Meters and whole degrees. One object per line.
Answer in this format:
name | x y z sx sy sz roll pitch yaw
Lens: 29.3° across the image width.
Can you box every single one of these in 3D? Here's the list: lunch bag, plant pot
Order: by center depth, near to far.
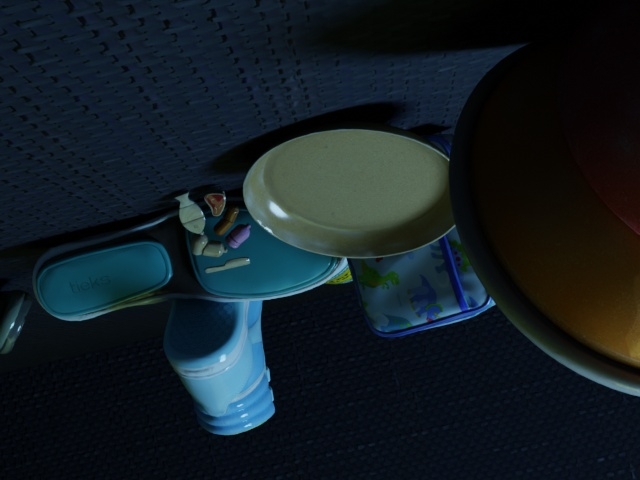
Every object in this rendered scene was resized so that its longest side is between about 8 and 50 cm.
plant pot | 0.037 -0.056 1.291 0.236 0.032 0.236 2 147 1
lunch bag | 0.113 -0.009 1.410 0.176 0.219 0.090 -15 -179 26

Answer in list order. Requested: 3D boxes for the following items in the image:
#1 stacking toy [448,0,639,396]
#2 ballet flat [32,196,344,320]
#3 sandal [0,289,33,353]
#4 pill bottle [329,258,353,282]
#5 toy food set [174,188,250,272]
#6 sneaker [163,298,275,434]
stacking toy | 0.315 -0.118 0.856 0.351 0.350 0.480 -11 157 -18
ballet flat | -0.165 0.013 1.551 0.400 0.139 0.139 -10 174 7
sandal | -0.515 0.122 1.840 0.086 0.120 0.303 21 156 -24
pill bottle | 0.000 0.000 1.687 0.117 0.117 0.208 -15 172 13
toy food set | -0.123 -0.018 1.447 0.078 0.122 0.019 -12 -142 -1
sneaker | -0.121 0.129 1.651 0.127 0.208 0.319 -5 -146 15
